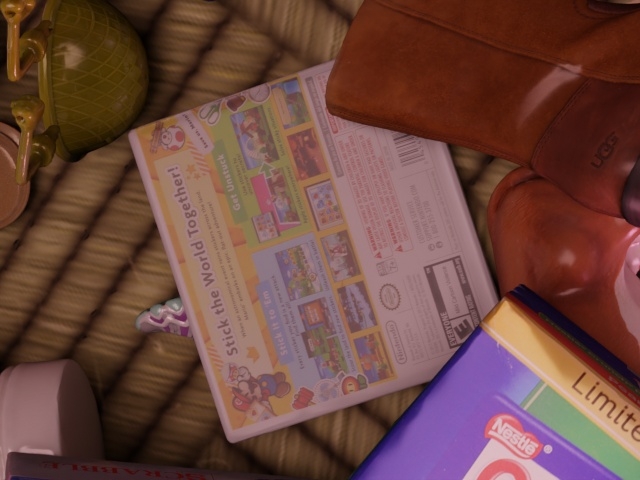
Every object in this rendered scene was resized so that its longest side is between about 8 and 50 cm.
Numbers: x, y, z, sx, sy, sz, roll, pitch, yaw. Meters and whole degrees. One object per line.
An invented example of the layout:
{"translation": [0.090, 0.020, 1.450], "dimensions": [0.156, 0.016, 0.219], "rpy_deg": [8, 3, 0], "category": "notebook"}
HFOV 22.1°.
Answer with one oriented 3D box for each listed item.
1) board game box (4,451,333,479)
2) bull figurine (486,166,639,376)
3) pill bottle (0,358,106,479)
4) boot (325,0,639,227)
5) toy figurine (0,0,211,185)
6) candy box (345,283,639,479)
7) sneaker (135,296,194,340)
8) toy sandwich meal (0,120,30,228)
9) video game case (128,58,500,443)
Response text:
{"translation": [-0.067, 0.313, 1.082], "dimensions": [0.318, 0.066, 0.318], "rpy_deg": [6, 97, -11], "category": "board game box"}
{"translation": [0.195, 0.098, 1.037], "dimensions": [0.188, 0.101, 0.310], "rpy_deg": [-9, 93, 14], "category": "bull figurine"}
{"translation": [-0.320, 0.168, 1.152], "dimensions": [0.318, 0.176, 0.176], "rpy_deg": [-9, 91, 5], "category": "pill bottle"}
{"translation": [0.175, -0.145, 1.033], "dimensions": [0.280, 0.096, 0.264], "rpy_deg": [24, 80, 33], "category": "boot"}
{"translation": [-0.085, -0.217, 1.055], "dimensions": [0.217, 0.191, 0.363], "rpy_deg": [0, 106, 4], "category": "toy figurine"}
{"translation": [0.114, 0.229, 0.948], "dimensions": [0.268, 0.122, 0.317], "rpy_deg": [40, 98, 6], "category": "candy box"}
{"translation": [-0.080, 0.070, 1.153], "dimensions": [0.098, 0.038, 0.069], "rpy_deg": [-17, 88, 19], "category": "sneaker"}
{"translation": [-0.244, -0.049, 1.203], "dimensions": [0.085, 0.029, 0.086], "rpy_deg": [4, 103, 17], "category": "toy sandwich meal"}
{"translation": [0.000, 0.000, 1.111], "dimensions": [0.206, 0.026, 0.227], "rpy_deg": [-18, 89, 7], "category": "video game case"}
